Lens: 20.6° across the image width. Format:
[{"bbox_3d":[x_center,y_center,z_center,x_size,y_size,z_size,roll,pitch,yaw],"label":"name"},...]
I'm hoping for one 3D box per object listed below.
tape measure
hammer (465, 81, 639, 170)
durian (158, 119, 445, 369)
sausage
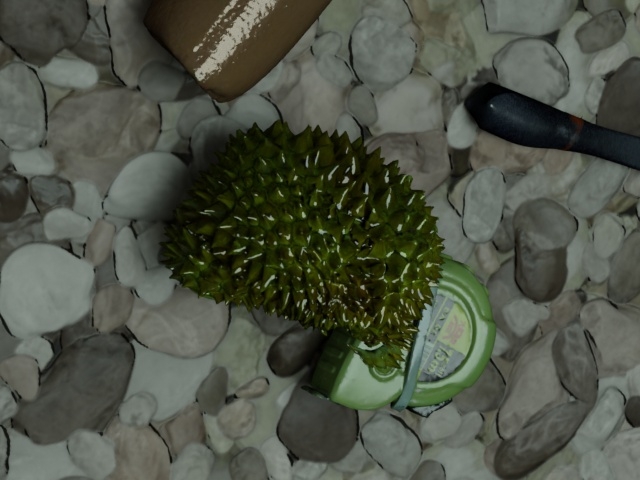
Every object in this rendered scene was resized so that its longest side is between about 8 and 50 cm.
[{"bbox_3d":[0.085,0.082,1.637,0.154,0.087,0.177,22,91,-19],"label":"tape measure"},{"bbox_3d":[0.267,-0.104,1.715,0.290,0.037,0.137,15,96,-30],"label":"hammer"},{"bbox_3d":[-0.003,-0.003,1.486,0.237,0.200,0.176,31,124,1],"label":"durian"},{"bbox_3d":[-0.043,-0.233,1.467,0.123,0.123,0.253,43,82,-30],"label":"sausage"}]
